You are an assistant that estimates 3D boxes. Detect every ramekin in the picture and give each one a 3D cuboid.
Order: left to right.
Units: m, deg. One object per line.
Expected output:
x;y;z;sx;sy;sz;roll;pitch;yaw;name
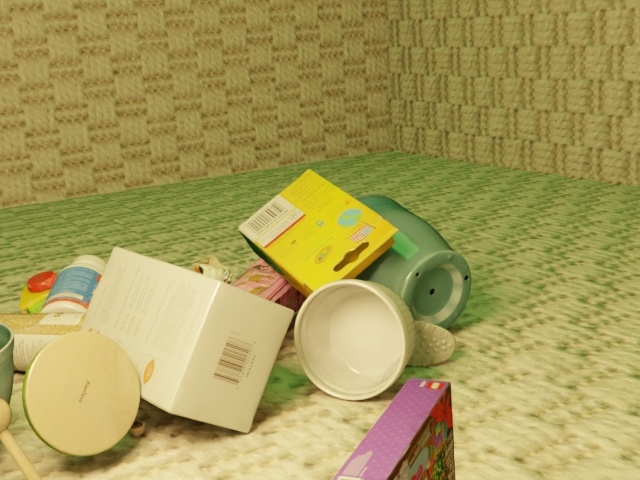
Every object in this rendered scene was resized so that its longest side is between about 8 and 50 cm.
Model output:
0.068;0.165;1.512;0.207;0.207;0.109;3;7;24;ramekin

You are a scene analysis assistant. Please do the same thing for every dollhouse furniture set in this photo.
-0.353;0.279;1.379;0.091;0.081;0.114;9;19;42;dollhouse furniture set

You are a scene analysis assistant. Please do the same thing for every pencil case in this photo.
-0.130;0.131;1.774;0.167;0.160;0.386;6;15;14;pencil case

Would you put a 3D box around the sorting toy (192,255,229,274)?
-0.284;0.075;2.285;0.075;0.044;0.083;10;17;21;sorting toy

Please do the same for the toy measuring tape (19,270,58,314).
-0.598;0.152;1.913;0.121;0.121;0.330;-7;22;-14;toy measuring tape

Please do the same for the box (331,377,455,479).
0.086;0.300;0.949;0.057;0.200;0.293;2;15;23;box

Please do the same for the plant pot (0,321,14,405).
-0.598;0.255;1.297;0.293;0.196;0.293;-4;14;1;plant pot

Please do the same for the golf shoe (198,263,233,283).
-0.254;0.129;1.830;0.086;0.176;0.069;24;-31;-4;golf shoe

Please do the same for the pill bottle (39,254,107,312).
-0.516;0.125;1.850;0.124;0.124;0.221;-3;31;1;pill bottle

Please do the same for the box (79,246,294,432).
-0.242;0.159;1.465;0.168;0.215;0.345;27;-9;-41;box

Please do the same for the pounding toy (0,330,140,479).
-0.393;0.249;1.292;0.110;0.183;0.237;-20;18;46;pounding toy

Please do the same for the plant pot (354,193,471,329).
0.162;0.067;1.784;0.272;0.271;0.255;-12;23;-31;plant pot

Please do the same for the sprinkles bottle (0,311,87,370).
-0.531;0.196;1.680;0.356;0.121;0.121;-1;14;9;sprinkles bottle

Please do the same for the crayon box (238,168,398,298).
0.000;0.000;1.696;0.202;0.081;0.318;-40;40;-10;crayon box

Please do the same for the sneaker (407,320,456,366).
0.140;0.187;1.649;0.235;0.090;0.095;1;5;10;sneaker
